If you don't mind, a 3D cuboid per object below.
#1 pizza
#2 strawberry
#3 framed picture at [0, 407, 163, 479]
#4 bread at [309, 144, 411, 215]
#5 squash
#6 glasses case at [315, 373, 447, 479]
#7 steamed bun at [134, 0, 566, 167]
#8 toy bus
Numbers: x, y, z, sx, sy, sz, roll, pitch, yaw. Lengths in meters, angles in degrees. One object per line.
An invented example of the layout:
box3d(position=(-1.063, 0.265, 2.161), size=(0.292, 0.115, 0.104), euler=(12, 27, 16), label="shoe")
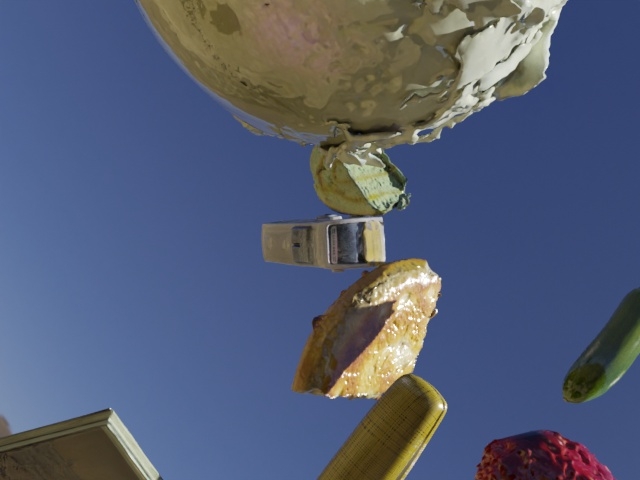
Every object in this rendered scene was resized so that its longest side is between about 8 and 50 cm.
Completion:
box3d(position=(0.081, 0.160, 1.356), size=(0.086, 0.335, 0.226), euler=(16, -45, 41), label="pizza")
box3d(position=(0.260, 0.355, 1.055), size=(0.274, 0.274, 0.220), euler=(-17, -82, 60), label="strawberry")
box3d(position=(-0.268, 0.290, 0.950), size=(0.014, 0.197, 0.252), euler=(-98, 169, -51), label="framed picture")
box3d(position=(0.045, -0.080, 1.224), size=(0.110, 0.103, 0.156), euler=(-44, -113, 39), label="bread")
box3d(position=(0.446, 0.151, 1.272), size=(0.069, 0.258, 0.069), euler=(35, -27, 21), label="squash")
box3d(position=(0.058, 0.262, 0.996), size=(0.079, 0.234, 0.064), euler=(39, 3, 40), label="glasses case")
box3d(position=(0.005, -0.206, 0.602), size=(0.334, 0.233, 0.312), euler=(-29, -48, 28), label="steamed bun")
box3d(position=(0.000, 0.000, 1.540), size=(0.342, 0.138, 0.097), euler=(-177, -95, -69), label="toy bus")
